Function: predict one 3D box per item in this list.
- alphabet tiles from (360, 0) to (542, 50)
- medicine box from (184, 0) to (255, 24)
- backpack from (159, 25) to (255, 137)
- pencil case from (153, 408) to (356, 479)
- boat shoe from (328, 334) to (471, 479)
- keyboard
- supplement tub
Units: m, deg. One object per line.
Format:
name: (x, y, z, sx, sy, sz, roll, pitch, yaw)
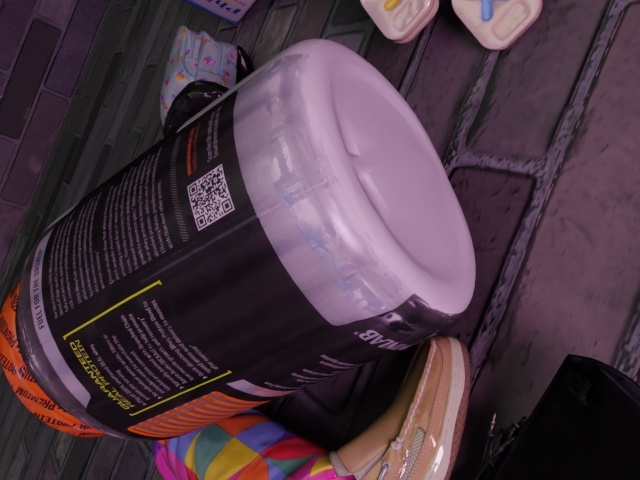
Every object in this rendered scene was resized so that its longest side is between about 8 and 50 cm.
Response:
alphabet tiles: (0.122, -0.306, 0.498, 0.284, 0.021, 0.278, -43, 66, 32)
medicine box: (-0.112, -0.500, 0.891, 0.289, 0.149, 0.264, 0, 72, 68)
backpack: (-0.167, -0.220, 0.885, 0.152, 0.115, 0.182, -42, 39, 39)
pencil case: (-0.055, 0.196, 0.502, 0.236, 0.104, 0.105, 9, 80, 57)
boat shoe: (0.040, 0.146, 0.395, 0.068, 0.072, 0.190, 96, -168, -77)
keyboard: (0.120, 0.146, 0.336, 0.192, 0.038, 0.100, -68, 27, 22)
supplement tub: (-0.077, 0.024, 0.468, 0.338, 0.207, 0.207, -27, 49, 28)
